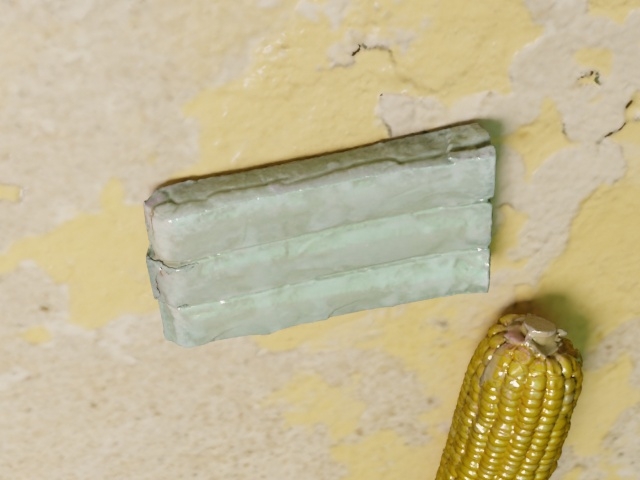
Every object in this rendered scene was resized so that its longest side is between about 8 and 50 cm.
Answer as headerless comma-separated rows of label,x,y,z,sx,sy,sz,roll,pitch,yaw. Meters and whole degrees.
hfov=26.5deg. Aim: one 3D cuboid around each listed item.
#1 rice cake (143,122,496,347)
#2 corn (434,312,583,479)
rice cake,0.000,0.000,0.822,0.211,0.038,0.124,-8,128,-6
corn,0.125,0.144,0.938,0.080,0.080,0.238,1,130,-13
